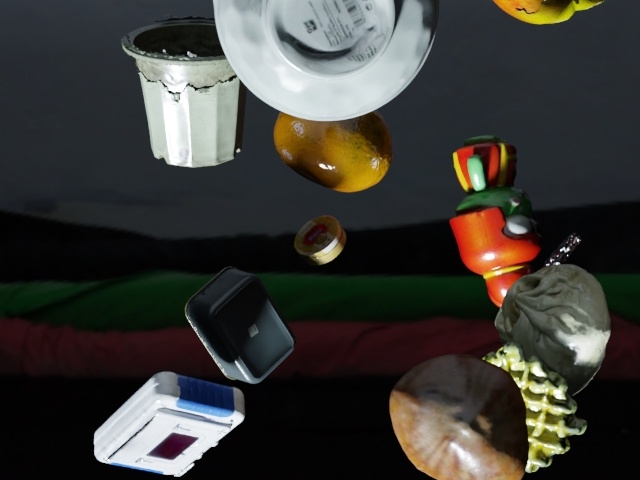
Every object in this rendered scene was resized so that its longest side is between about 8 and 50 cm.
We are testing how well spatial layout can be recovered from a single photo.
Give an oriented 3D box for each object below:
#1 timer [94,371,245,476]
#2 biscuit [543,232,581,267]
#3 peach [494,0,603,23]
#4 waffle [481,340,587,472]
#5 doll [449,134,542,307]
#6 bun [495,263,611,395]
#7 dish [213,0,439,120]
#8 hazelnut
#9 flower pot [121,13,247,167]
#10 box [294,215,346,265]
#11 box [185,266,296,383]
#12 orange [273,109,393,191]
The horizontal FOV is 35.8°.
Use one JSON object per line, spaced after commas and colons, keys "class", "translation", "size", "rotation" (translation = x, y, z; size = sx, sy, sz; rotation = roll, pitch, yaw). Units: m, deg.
{"class": "timer", "translation": [-0.258, 0.322, 1.687], "size": [0.178, 0.253, 0.078], "rotation": [19, -136, -30]}
{"class": "biscuit", "translation": [0.471, 0.023, 1.924], "size": [0.027, 0.089, 0.087], "rotation": [41, -135, 6]}
{"class": "peach", "translation": [0.501, -0.669, 2.197], "size": [0.370, 0.370, 0.370], "rotation": [-5, -157, 2]}
{"class": "waffle", "translation": [0.299, 0.275, 1.575], "size": [0.223, 0.204, 0.054], "rotation": [-38, 180, 27]}
{"class": "doll", "translation": [0.337, -0.018, 1.901], "size": [0.160, 0.363, 0.182], "rotation": [-18, 169, 19]}
{"class": "bun", "translation": [0.371, 0.139, 1.637], "size": [0.133, 0.231, 0.231], "rotation": [10, -164, -23]}
{"class": "dish", "translation": [0.008, -0.269, 1.143], "size": [0.303, 0.303, 0.120], "rotation": [-6, -163, 0]}
{"class": "hazelnut", "translation": [0.201, 0.243, 1.347], "size": [0.210, 0.210, 0.186], "rotation": [14, -143, 39]}
{"class": "flower pot", "translation": [-0.251, -0.297, 1.999], "size": [0.290, 0.259, 0.290], "rotation": [1, -154, -1]}
{"class": "box", "translation": [0.000, 0.000, 1.992], "size": [0.105, 0.037, 0.106], "rotation": [-20, -137, 20]}
{"class": "box", "translation": [-0.147, 0.163, 1.886], "size": [0.144, 0.201, 0.090], "rotation": [-41, -153, -26]}
{"class": "orange", "translation": [0.029, -0.200, 1.908], "size": [0.240, 0.171, 0.240], "rotation": [21, -155, -10]}
